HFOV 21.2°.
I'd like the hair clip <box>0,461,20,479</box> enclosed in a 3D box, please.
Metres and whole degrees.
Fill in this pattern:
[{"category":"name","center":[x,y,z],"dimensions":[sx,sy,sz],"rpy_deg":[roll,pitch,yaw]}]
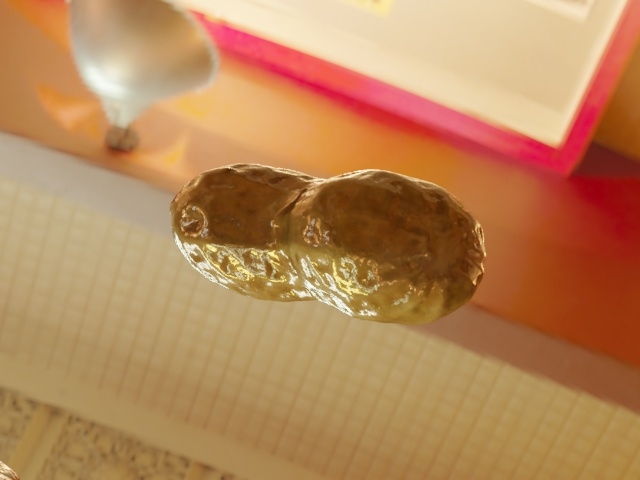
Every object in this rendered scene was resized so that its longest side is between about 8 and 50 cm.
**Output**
[{"category":"hair clip","center":[-0.218,0.119,0.743],"dimensions":[0.066,0.036,0.229],"rpy_deg":[30,-156,26]}]

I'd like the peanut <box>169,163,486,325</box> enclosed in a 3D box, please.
[{"category":"peanut","center":[-0.001,-0.001,0.943],"dimensions":[0.193,0.089,0.089],"rpy_deg":[4,-154,31]}]
